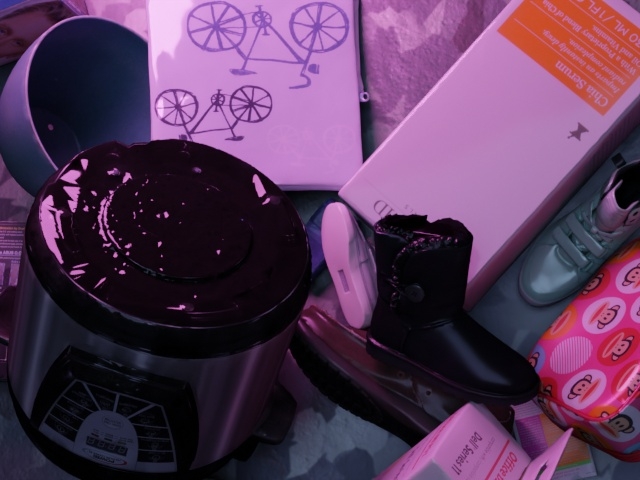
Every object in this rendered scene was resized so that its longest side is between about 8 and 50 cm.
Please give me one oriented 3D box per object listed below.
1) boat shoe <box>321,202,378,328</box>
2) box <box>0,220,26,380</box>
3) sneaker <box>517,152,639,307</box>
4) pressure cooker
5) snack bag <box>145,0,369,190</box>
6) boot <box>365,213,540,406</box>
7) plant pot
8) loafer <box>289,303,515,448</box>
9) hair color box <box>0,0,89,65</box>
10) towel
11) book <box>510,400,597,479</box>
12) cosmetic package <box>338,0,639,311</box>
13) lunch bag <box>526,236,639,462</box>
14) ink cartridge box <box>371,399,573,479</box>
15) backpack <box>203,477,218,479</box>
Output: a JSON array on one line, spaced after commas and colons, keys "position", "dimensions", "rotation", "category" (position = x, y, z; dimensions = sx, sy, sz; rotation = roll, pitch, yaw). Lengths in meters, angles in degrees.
[{"position": [0.055, 0.033, 1.741], "dimensions": [0.066, 0.063, 0.184], "rotation": [-26, 80, 52], "category": "boat shoe"}, {"position": [-0.479, 0.094, 1.840], "dimensions": [0.308, 0.076, 0.242], "rotation": [1, 80, 12], "category": "box"}, {"position": [0.363, -0.018, 1.648], "dimensions": [0.256, 0.151, 0.094], "rotation": [-44, 74, 1], "category": "sneaker"}, {"position": [-0.220, 0.123, 1.603], "dimensions": [0.376, 0.420, 0.370], "rotation": [-14, 53, -33], "category": "pressure cooker"}, {"position": [-0.091, -0.220, 1.783], "dimensions": [0.323, 0.037, 0.342], "rotation": [-2, 73, -5], "category": "snack bag"}, {"position": [0.171, 0.084, 1.537], "dimensions": [0.247, 0.094, 0.207], "rotation": [19, 124, 23], "category": "boot"}, {"position": [-0.360, -0.159, 1.782], "dimensions": [0.195, 0.290, 0.290], "rotation": [-19, 75, 41], "category": "plant pot"}, {"position": [0.113, 0.196, 1.690], "dimensions": [0.366, 0.134, 0.130], "rotation": [35, 67, 7], "category": "loafer"}, {"position": [-0.553, -0.337, 1.880], "dimensions": [0.347, 0.174, 0.105], "rotation": [-20, 78, 8], "category": "hair color box"}, {"position": [0.000, 0.000, 1.783], "dimensions": [0.067, 0.029, 0.119], "rotation": [41, 89, 12], "category": "towel"}, {"position": [0.316, 0.263, 1.672], "dimensions": [0.096, 0.035, 0.144], "rotation": [-15, 76, 10], "category": "book"}, {"position": [0.266, -0.147, 1.687], "dimensions": [0.230, 0.161, 0.453], "rotation": [42, 91, 15], "category": "cosmetic package"}, {"position": [0.419, 0.133, 1.544], "dimensions": [0.293, 0.258, 0.120], "rotation": [-47, 112, -9], "category": "lunch bag"}, {"position": [0.135, 0.327, 1.509], "dimensions": [0.119, 0.207, 0.353], "rotation": [48, 115, 4], "category": "ink cartridge box"}, {"position": [-0.135, 0.480, 1.633], "dimensions": [0.290, 0.273, 0.355], "rotation": [-44, 63, 8], "category": "backpack"}]
